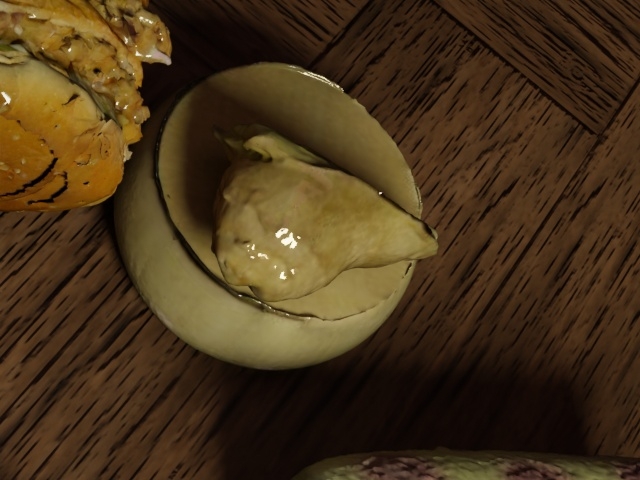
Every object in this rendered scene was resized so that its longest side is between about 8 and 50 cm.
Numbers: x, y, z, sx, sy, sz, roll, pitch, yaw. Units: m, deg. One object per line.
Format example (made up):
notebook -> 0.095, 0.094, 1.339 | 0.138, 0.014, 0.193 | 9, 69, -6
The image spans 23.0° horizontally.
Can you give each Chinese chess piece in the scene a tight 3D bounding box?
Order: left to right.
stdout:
Chinese chess piece -> -0.040, -0.020, 1.249 | 0.249, 0.103, 0.250 | 12, 59, -20

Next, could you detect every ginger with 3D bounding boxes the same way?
ginger -> 0.004, -0.001, 1.150 | 0.193, 0.115, 0.123 | 24, 75, -24

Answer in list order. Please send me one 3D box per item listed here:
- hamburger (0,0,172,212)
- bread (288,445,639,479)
hamburger -> -0.252, -0.135, 1.132 | 0.260, 0.245, 0.211 | 40, 46, -51
bread -> 0.123, 0.235, 1.136 | 0.338, 0.187, 0.155 | 3, 64, -22
